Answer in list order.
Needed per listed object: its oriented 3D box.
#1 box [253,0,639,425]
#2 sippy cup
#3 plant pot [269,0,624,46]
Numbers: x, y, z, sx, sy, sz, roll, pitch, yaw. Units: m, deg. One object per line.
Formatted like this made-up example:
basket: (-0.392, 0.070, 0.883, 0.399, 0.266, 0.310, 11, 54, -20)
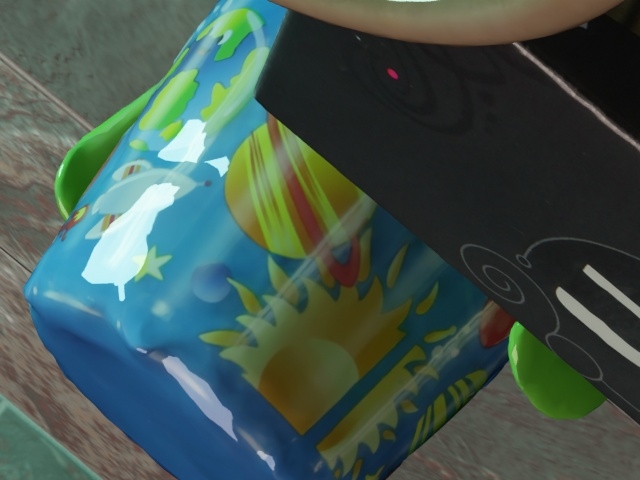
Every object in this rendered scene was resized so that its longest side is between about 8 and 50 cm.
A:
box: (0.131, -0.037, 0.611, 0.270, 0.143, 0.165, 40, 160, 3)
sippy cup: (0.000, 0.000, 0.821, 0.240, 0.224, 0.305, 41, 161, -2)
plant pot: (0.019, -0.203, 0.325, 0.263, 0.229, 0.263, 35, 160, 15)
